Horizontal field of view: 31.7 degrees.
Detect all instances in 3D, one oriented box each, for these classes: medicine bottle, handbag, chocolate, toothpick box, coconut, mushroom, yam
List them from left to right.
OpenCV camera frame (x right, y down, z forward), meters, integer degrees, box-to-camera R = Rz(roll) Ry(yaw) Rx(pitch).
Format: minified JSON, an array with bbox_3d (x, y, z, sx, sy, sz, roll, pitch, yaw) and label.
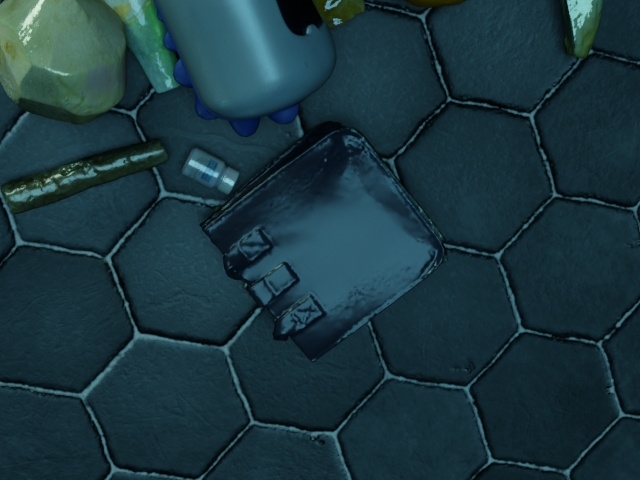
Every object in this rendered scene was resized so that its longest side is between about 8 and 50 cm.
[{"bbox_3d":[-0.393,-0.291,1.724,0.197,0.237,0.236,-15,103,-26],"label":"coconut"},{"bbox_3d":[-0.386,-0.110,1.852,0.274,0.061,0.061,-19,102,-3],"label":"yam"},{"bbox_3d":[-0.295,-0.378,1.792,0.110,0.110,0.291,-22,105,-2],"label":"chocolate"},{"bbox_3d":[-0.184,-0.115,1.875,0.089,0.052,0.052,27,97,-11],"label":"medicine bottle"},{"bbox_3d":[-0.126,-0.338,1.744,0.263,0.263,0.354,-23,109,-1],"label":"toothpick box"},{"bbox_3d":[0.000,0.000,1.882,0.329,0.122,0.303,-39,104,1],"label":"handbag"},{"bbox_3d":[0.433,-0.473,1.858,0.107,0.087,0.333,8,102,-8],"label":"mushroom"}]

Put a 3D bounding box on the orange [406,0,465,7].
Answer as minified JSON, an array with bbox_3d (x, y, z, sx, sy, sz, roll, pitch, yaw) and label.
[{"bbox_3d":[0.178,-0.479,1.778,0.224,0.170,0.224,0,109,1],"label":"orange"}]

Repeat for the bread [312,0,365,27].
[{"bbox_3d":[-0.014,-0.457,1.815,0.128,0.088,0.231,-17,107,5],"label":"bread"}]

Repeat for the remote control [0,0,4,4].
[{"bbox_3d":[-0.688,-0.420,1.768,0.378,0.044,0.107,12,96,-9],"label":"remote control"}]
